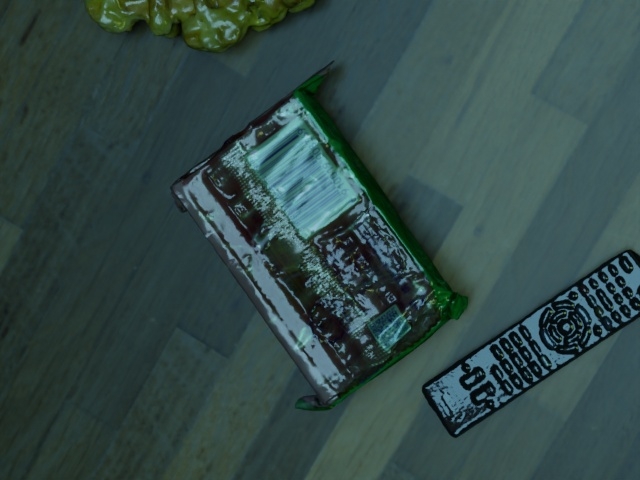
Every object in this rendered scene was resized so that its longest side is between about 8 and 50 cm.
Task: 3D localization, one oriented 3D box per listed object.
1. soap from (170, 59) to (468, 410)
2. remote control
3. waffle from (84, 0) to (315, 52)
[{"bbox_3d":[-0.001,0.000,1.556,0.218,0.098,0.273,-37,86,12],"label":"soap"},{"bbox_3d":[0.208,0.097,1.553,0.245,0.025,0.063,-34,85,13],"label":"remote control"},{"bbox_3d":[-0.112,-0.333,1.578,0.302,0.068,0.325,35,102,9],"label":"waffle"}]
